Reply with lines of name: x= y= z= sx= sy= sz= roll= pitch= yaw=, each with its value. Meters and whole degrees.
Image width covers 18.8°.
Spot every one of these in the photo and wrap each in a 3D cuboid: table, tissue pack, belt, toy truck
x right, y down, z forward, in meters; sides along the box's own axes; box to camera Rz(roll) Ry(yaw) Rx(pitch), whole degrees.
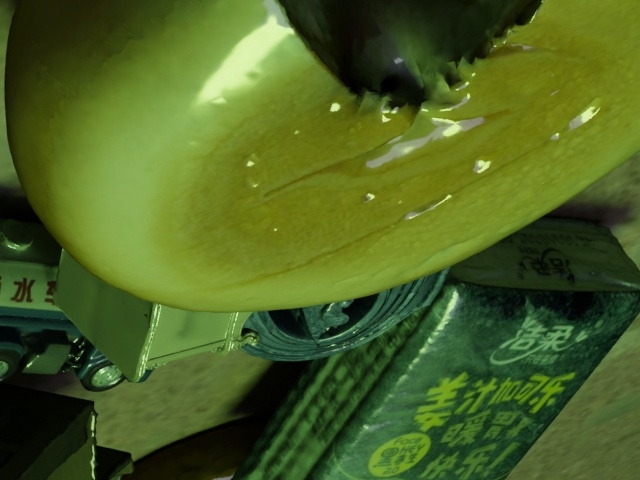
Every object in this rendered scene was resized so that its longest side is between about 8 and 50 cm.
table: x=-0.078 y=0.020 z=0.989 sx=0.083 sy=0.079 sz=0.062 roll=-14 pitch=132 yaw=-40
tissue pack: x=0.079 y=0.100 z=1.276 sx=0.185 sy=0.081 sz=0.257 roll=2 pitch=133 yaw=-41
belt: x=0.000 y=0.000 z=1.090 sx=0.141 sy=0.082 sz=0.190 roll=-12 pitch=148 yaw=-9
toy truck: x=-0.166 y=0.026 z=1.035 sx=0.202 sy=0.074 sz=0.088 roll=8 pitch=130 yaw=-42

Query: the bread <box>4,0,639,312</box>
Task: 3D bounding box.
bread: x=0.018 y=-0.095 z=0.863 sx=0.333 sy=0.160 sz=0.333 roll=-16 pitch=151 yaw=-9

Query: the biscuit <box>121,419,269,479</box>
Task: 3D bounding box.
biscuit: x=-0.090 y=0.254 z=1.477 sx=0.314 sy=0.063 sz=0.367 roll=12 pitch=135 yaw=-45

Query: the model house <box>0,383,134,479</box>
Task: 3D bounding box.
model house: x=-0.252 y=0.169 z=1.116 sx=0.243 sy=0.204 sz=0.211 roll=10 pitch=114 yaw=16
